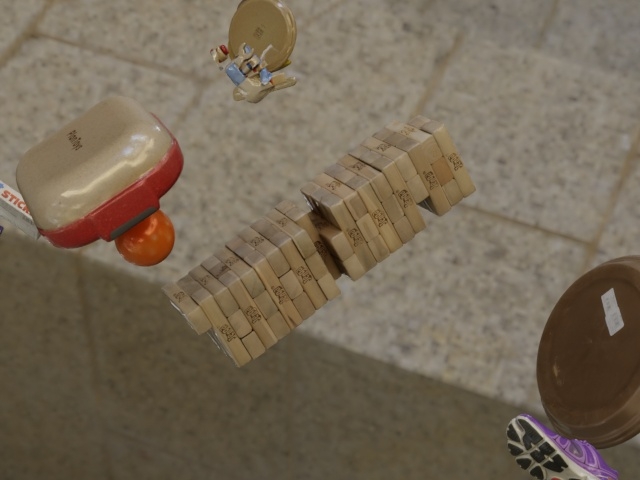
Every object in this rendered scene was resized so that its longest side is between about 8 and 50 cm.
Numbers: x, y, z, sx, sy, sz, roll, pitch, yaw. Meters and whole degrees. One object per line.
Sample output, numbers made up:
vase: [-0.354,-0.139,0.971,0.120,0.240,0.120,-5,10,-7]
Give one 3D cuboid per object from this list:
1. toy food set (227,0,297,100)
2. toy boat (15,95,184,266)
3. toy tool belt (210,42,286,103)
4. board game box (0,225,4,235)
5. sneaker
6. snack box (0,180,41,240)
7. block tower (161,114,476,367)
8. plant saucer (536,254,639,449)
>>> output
toy food set: [-0.091,-0.320,2.240,0.038,0.132,0.192,-2,-96,-61]
toy boat: [-0.194,-0.040,1.377,0.151,0.231,0.151,-34,-65,-5]
toy tool belt: [-0.082,-0.202,1.652,0.051,0.083,0.052,-38,9,15]
board game box: [-0.407,0.017,1.425,0.170,0.141,0.048,-51,17,45]
sneaker: [0.310,0.276,1.841,0.068,0.170,0.071,-43,12,43]
snack box: [-0.419,-0.067,1.790,0.022,0.178,0.064,-55,1,-22]
block tower: [0.000,0.000,1.527,0.335,0.091,0.097,-35,-64,-11]
plant saucer: [0.387,0.146,1.955,0.278,0.041,0.278,-39,38,41]
